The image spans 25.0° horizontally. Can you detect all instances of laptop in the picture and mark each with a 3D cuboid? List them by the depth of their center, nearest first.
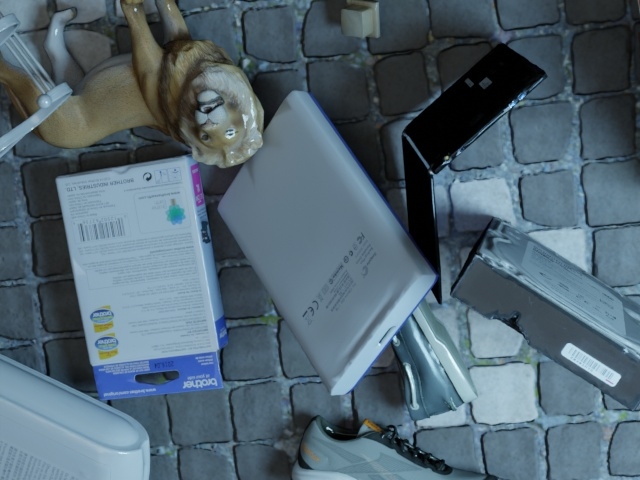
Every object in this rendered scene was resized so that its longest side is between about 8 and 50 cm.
[{"bbox_3d":[0.182,-0.088,1.734,0.264,0.234,0.136,-41,106,7],"label":"laptop"}]

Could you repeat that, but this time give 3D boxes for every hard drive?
[{"bbox_3d":[0.277,0.073,1.683,0.237,0.339,0.064,33,102,5],"label":"hard drive"},{"bbox_3d":[0.000,0.000,1.766,0.210,0.040,0.318,-55,52,31],"label":"hard drive"}]

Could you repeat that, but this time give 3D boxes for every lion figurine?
[{"bbox_3d":[-0.260,-0.191,1.860,0.392,0.142,0.240,-8,105,31],"label":"lion figurine"}]

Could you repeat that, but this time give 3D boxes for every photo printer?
[{"bbox_3d":[-0.384,0.308,1.951,0.308,0.107,0.256,24,116,7],"label":"photo printer"}]

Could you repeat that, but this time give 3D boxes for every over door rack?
[{"bbox_3d":[-0.486,-0.187,1.847,0.324,0.108,0.239,-37,90,40],"label":"over door rack"}]

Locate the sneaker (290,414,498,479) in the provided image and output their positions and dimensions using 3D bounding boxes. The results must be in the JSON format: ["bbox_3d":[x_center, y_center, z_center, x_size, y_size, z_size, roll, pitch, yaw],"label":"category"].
[{"bbox_3d":[0.098,0.294,1.879,0.272,0.100,0.108,9,96,10],"label":"sneaker"}]

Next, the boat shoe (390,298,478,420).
[{"bbox_3d":[0.083,0.088,1.839,0.099,0.116,0.319,-31,97,10],"label":"boat shoe"}]

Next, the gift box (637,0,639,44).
[{"bbox_3d":[0.497,-0.189,1.647,0.255,0.258,0.276,-5,79,14],"label":"gift box"}]

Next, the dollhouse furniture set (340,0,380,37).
[{"bbox_3d":[0.187,-0.412,1.729,0.303,0.174,0.355,16,121,32],"label":"dollhouse furniture set"}]

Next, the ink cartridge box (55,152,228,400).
[{"bbox_3d":[-0.232,0.050,1.921,0.186,0.065,0.311,-8,95,12],"label":"ink cartridge box"}]
